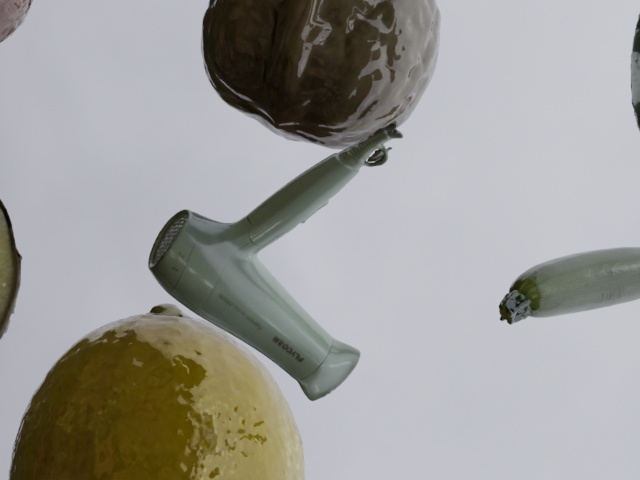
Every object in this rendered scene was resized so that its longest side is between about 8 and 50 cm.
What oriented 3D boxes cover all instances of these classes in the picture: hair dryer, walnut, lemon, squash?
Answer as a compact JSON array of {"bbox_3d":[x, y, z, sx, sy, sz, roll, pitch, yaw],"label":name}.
[{"bbox_3d":[0.000,0.000,1.434,0.237,0.206,0.075,-46,-160,14],"label":"hair dryer"},{"bbox_3d":[0.000,-0.211,1.778,0.248,0.248,0.248,26,-60,56],"label":"walnut"},{"bbox_3d":[-0.183,0.246,1.973,0.364,0.364,0.364,26,-60,56],"label":"lemon"},{"bbox_3d":[0.290,0.046,1.894,0.066,0.252,0.066,20,-66,55],"label":"squash"}]

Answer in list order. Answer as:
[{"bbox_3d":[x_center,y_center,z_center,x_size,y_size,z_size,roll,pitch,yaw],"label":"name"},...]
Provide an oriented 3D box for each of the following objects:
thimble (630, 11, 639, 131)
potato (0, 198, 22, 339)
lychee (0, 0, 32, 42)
[{"bbox_3d":[0.400,-0.138,1.426,0.270,0.150,0.271,19,-66,49],"label":"thimble"},{"bbox_3d":[-0.343,0.032,1.443,0.081,0.164,0.200,4,-105,68],"label":"potato"},{"bbox_3d":[-0.228,-0.149,1.016,0.140,0.101,0.114,-36,-155,36],"label":"lychee"}]
